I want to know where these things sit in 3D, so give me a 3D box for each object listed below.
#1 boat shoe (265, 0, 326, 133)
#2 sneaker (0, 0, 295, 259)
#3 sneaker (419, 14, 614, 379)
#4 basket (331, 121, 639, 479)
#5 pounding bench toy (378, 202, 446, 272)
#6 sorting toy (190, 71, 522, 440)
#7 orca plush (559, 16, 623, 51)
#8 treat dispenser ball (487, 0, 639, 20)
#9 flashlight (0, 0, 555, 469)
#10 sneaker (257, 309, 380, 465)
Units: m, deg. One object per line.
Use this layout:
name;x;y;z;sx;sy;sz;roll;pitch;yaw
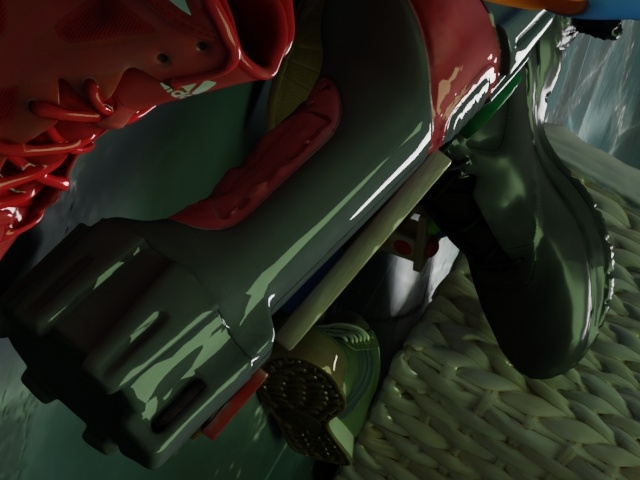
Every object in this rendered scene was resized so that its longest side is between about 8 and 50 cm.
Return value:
boat shoe;0.018;-0.121;0.806;0.059;0.063;0.170;-127;-118;-81
sneaker;-0.086;-0.037;0.461;0.087;0.128;0.221;-35;142;-62
sneaker;0.102;-0.043;0.973;0.130;0.109;0.286;-16;92;-43
basket;0.214;0.152;1.187;0.266;0.331;0.328;-54;171;-36
pounding bench toy;0.059;-0.030;1.026;0.052;0.065;0.083;-54;157;-40
sorting toy;0.000;0.000;0.841;0.274;0.046;0.132;-50;-177;-1
orca plush;0.188;-0.190;1.159;0.287;0.102;0.151;-34;137;-63
treat dispenser ball;0.114;-0.230;0.576;0.288;0.288;0.288;-57;159;-36
flashlight;-0.016;-0.040;0.668;0.304;0.103;0.103;-43;115;-29
sneaker;0.003;0.080;1.000;0.192;0.064;0.086;78;29;-61
